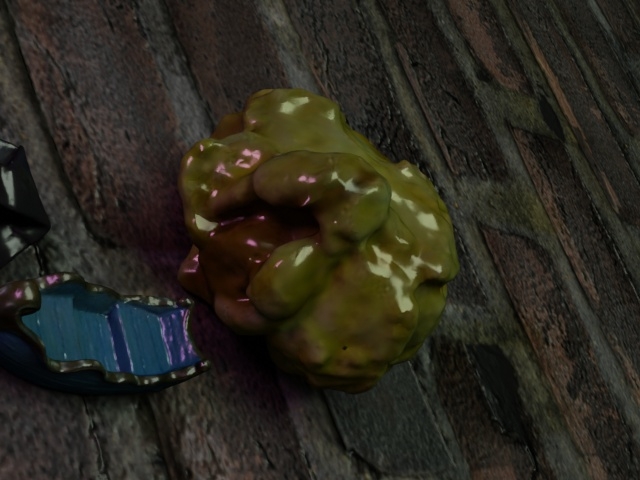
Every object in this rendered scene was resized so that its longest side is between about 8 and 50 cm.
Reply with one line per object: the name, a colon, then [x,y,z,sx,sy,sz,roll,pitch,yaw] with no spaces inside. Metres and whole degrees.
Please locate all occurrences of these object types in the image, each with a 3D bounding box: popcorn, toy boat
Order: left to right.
toy boat: [-0.150,0.057,0.845,0.185,0.077,0.075,15,50,-47]
popcorn: [0.000,0.000,1.011,0.255,0.195,0.256,18,46,-58]

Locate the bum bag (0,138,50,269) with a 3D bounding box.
bum bag: [-0.271,0.008,0.730,0.137,0.074,0.310,59,35,-16]
